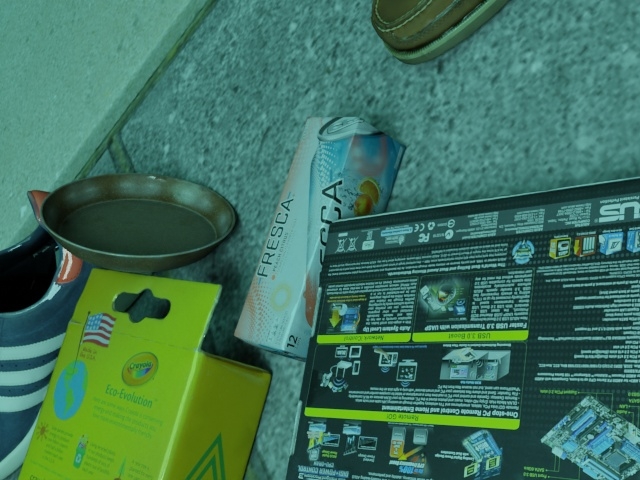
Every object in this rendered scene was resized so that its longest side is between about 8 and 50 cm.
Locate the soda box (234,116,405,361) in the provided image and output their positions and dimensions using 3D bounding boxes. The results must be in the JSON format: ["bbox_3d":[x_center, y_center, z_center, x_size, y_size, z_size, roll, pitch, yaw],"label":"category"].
[{"bbox_3d":[0.000,0.000,0.681,0.063,0.058,0.183,9,78,47],"label":"soda box"}]

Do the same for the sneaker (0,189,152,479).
[{"bbox_3d":[-0.316,0.095,0.888,0.350,0.148,0.131,-56,42,10],"label":"sneaker"}]

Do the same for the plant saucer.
[{"bbox_3d":[-0.160,-0.015,0.793,0.168,0.168,0.029,42,131,47],"label":"plant saucer"}]

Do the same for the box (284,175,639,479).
[{"bbox_3d":[0.102,0.083,0.536,0.270,0.060,0.216,-8,66,44],"label":"box"}]

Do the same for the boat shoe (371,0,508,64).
[{"bbox_3d":[0.128,-0.273,0.648,0.307,0.104,0.111,-50,44,15],"label":"boat shoe"}]

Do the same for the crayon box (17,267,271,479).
[{"bbox_3d":[-0.158,0.188,0.731,0.202,0.081,0.319,5,75,46],"label":"crayon box"}]
